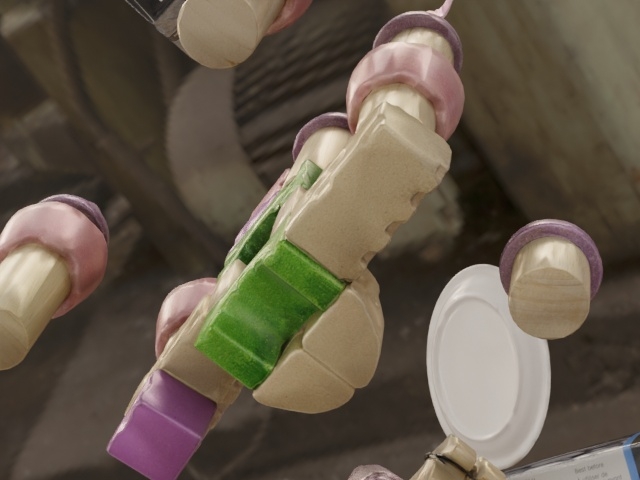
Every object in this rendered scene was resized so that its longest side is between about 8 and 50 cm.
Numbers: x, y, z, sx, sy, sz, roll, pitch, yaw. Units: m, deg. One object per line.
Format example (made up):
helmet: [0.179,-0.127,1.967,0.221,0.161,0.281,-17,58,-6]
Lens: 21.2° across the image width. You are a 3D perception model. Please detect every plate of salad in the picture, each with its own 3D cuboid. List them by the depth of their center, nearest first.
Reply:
plate of salad: [0.168,0.122,1.661,0.048,0.199,0.200,-1,8,-30]

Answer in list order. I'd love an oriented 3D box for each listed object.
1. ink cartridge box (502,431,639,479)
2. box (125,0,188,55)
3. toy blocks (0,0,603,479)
ink cartridge box: [0.183,0.150,1.084,0.206,0.045,0.208,-17,-9,13]
box: [-0.100,-0.313,1.540,0.247,0.163,0.142,-47,-13,2]
toy blocks: [0.000,0.000,1.005,0.288,0.309,0.260,-50,7,22]
